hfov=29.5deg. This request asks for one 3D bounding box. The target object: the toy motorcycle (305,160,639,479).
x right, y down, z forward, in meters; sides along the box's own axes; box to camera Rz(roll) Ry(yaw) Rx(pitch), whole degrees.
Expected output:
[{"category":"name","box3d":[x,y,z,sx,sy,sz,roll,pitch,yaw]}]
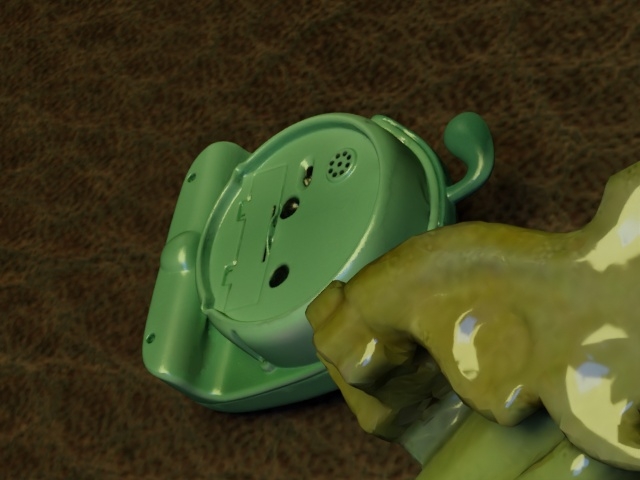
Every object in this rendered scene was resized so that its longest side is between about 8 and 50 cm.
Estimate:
[{"category":"toy motorcycle","box3d":[0.162,0.004,0.420,0.410,0.169,0.237,-49,48,7]}]

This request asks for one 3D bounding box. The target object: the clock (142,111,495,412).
[{"category":"clock","box3d":[0.001,0.001,0.603,0.188,0.060,0.148,-17,49,36]}]
